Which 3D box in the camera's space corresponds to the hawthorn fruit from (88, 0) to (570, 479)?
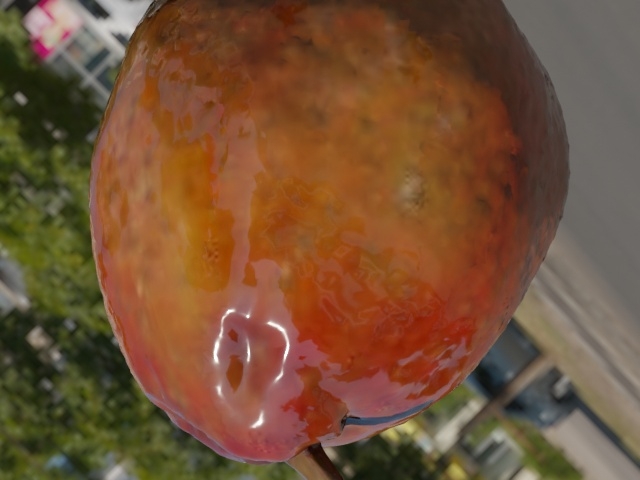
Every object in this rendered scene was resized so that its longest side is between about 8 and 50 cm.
[{"bbox_3d":[0.000,0.000,0.727,0.210,0.210,0.262,45,-137,-49],"label":"hawthorn fruit"}]
